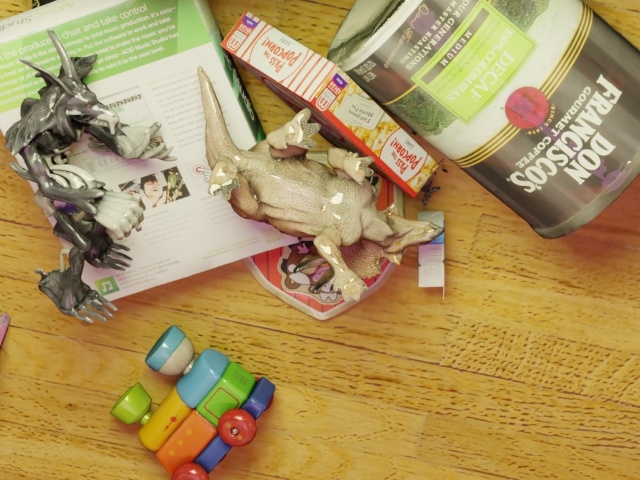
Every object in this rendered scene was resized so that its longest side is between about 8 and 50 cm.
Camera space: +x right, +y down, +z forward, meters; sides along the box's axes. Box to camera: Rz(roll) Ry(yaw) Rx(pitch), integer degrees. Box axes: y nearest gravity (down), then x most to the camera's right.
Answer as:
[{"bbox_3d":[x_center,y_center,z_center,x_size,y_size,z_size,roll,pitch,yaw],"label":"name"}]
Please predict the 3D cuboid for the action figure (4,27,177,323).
[{"bbox_3d":[-0.211,-0.064,1.732,0.141,0.164,0.276,13,135,12],"label":"action figure"}]

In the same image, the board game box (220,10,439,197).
[{"bbox_3d":[0.010,-0.130,1.781,0.045,0.147,0.193,-52,136,-2],"label":"board game box"}]

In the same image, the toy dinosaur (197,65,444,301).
[{"bbox_3d":[-0.024,-0.041,1.789,0.295,0.200,0.127,34,84,-6],"label":"toy dinosaur"}]

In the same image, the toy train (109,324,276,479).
[{"bbox_3d":[-0.173,0.216,2.035,0.143,0.105,0.248,39,112,-4],"label":"toy train"}]

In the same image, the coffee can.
[{"bbox_3d":[0.173,-0.162,1.767,0.275,0.201,0.201,37,112,-14],"label":"coffee can"}]

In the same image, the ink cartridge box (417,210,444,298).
[{"bbox_3d":[0.116,0.016,1.942,0.028,0.048,0.083,0,116,4],"label":"ink cartridge box"}]

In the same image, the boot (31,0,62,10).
[{"bbox_3d":[-0.277,-0.219,1.831,0.236,0.085,0.179,29,116,-11],"label":"boot"}]

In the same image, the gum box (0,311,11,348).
[{"bbox_3d":[-0.398,0.164,2.013,0.062,0.107,0.188,21,116,-7],"label":"gum box"}]

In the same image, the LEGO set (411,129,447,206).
[{"bbox_3d":[0.105,-0.079,1.913,0.054,0.023,0.083,11,101,-26],"label":"LEGO set"}]

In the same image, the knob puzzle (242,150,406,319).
[{"bbox_3d":[0.000,0.000,1.952,0.213,0.030,0.213,1,116,2],"label":"knob puzzle"}]

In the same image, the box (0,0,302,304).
[{"bbox_3d":[-0.179,-0.101,1.834,0.232,0.058,0.322,-17,125,8],"label":"box"}]
